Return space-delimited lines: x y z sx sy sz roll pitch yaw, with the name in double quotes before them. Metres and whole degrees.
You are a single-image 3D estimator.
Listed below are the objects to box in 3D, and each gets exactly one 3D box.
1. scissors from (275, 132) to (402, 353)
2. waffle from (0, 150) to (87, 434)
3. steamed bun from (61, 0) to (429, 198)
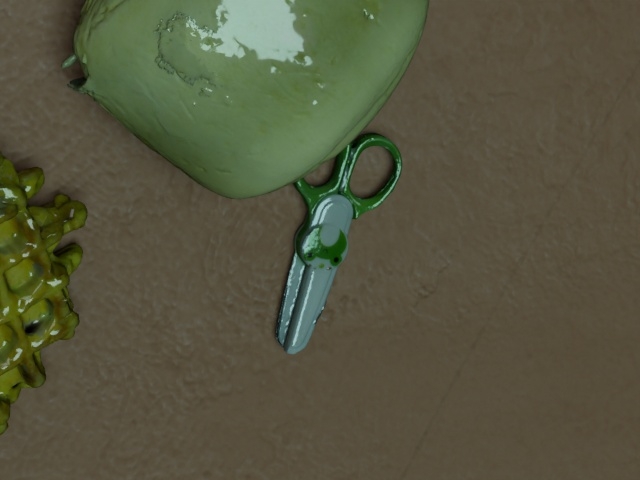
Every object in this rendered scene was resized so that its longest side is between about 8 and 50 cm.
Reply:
"scissors" 0.000 0.000 1.638 0.101 0.027 0.204 15 98 -21
"waffle" -0.305 0.062 1.499 0.259 0.069 0.293 25 96 -43
"steamed bun" -0.052 -0.168 1.490 0.273 0.166 0.232 -45 120 -3
